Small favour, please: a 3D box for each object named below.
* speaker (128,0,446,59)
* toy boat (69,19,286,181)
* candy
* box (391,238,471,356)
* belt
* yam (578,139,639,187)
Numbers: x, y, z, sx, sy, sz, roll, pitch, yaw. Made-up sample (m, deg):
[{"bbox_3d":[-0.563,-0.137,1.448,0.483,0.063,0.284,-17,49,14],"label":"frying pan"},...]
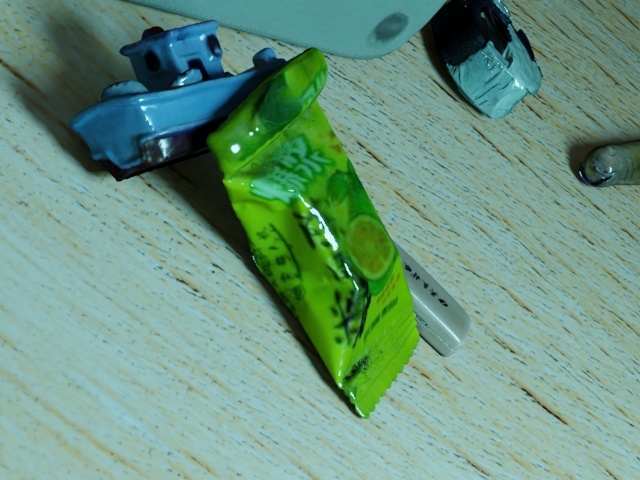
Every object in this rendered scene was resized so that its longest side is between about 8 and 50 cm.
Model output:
[{"bbox_3d":[-0.062,-0.289,1.530,0.406,0.183,0.184,8,44,-48],"label":"speaker"},{"bbox_3d":[-0.092,-0.106,1.354,0.223,0.100,0.097,-23,95,-57],"label":"toy boat"},{"bbox_3d":[0.000,0.000,1.365,0.246,0.069,0.149,62,36,-16],"label":"candy"},{"bbox_3d":[0.068,0.036,1.474,0.115,0.025,0.048,45,32,-8],"label":"box"},{"bbox_3d":[0.152,-0.172,1.791,0.105,0.058,0.140,35,29,-33],"label":"belt"},{"bbox_3d":[0.327,-0.079,1.922,0.264,0.046,0.046,-8,62,-57],"label":"yam"}]
